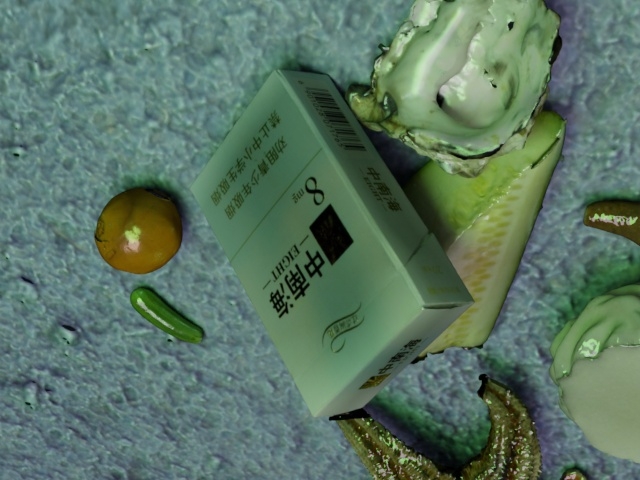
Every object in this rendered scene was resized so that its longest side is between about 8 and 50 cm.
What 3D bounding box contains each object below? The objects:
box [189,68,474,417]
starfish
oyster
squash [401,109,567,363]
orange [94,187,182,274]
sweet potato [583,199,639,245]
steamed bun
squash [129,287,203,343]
[{"bbox_3d":[0.000,0.000,0.797,0.155,0.067,0.243,-49,60,36],"label":"box"},{"bbox_3d":[0.126,0.273,1.024,0.303,0.113,0.312,41,115,-18],"label":"starfish"},{"bbox_3d":[0.105,-0.130,0.775,0.191,0.081,0.163,5,102,29],"label":"oyster"},{"bbox_3d":[0.088,-0.012,0.830,0.169,0.093,0.252,-9,133,-25],"label":"squash"},{"bbox_3d":[-0.169,-0.008,0.911,0.083,0.083,0.084,7,126,9],"label":"orange"},{"bbox_3d":[0.361,0.035,0.780,0.314,0.066,0.072,30,156,26],"label":"sweet potato"},{"bbox_3d":[0.290,0.107,0.864,0.182,0.106,0.183,10,129,12],"label":"steamed bun"},{"bbox_3d":[-0.158,0.080,1.005,0.089,0.027,0.027,40,124,-16],"label":"squash"}]
